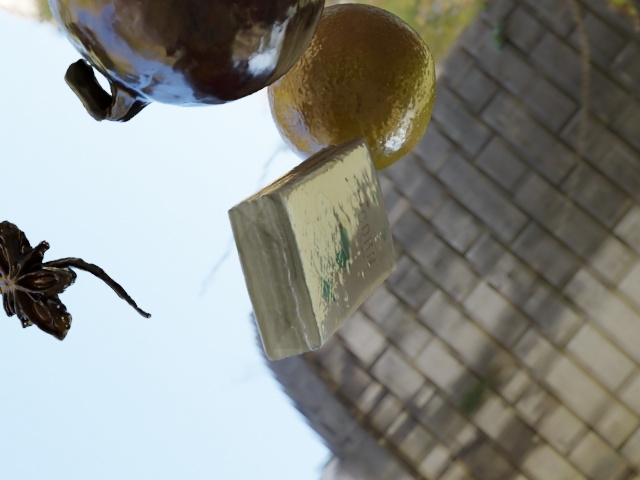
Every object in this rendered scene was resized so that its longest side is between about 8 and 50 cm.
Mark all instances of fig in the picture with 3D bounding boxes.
[{"bbox_3d":[-0.108,-0.202,1.276,0.235,0.214,0.235,2,-179,0],"label":"fig"}]

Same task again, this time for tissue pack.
[{"bbox_3d":[0.000,0.000,1.706,0.325,0.071,0.170,-41,-65,-68],"label":"tissue pack"}]

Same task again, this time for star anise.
[{"bbox_3d":[-0.248,0.042,1.474,0.191,0.097,0.070,26,-155,15],"label":"star anise"}]

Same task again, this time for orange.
[{"bbox_3d":[0.039,-0.190,1.979,0.236,0.236,0.236,37,-168,-9],"label":"orange"}]
